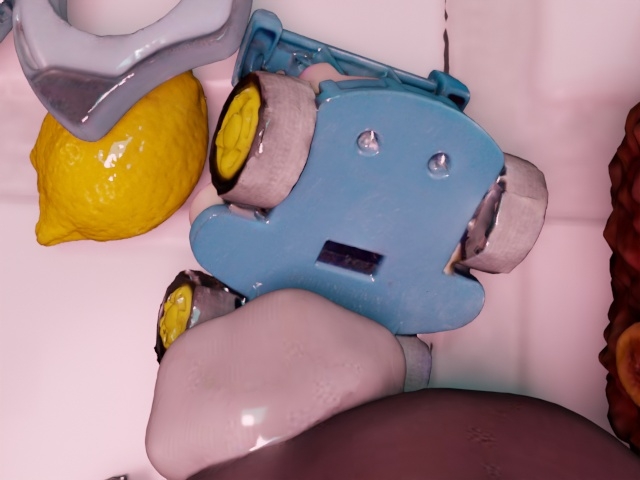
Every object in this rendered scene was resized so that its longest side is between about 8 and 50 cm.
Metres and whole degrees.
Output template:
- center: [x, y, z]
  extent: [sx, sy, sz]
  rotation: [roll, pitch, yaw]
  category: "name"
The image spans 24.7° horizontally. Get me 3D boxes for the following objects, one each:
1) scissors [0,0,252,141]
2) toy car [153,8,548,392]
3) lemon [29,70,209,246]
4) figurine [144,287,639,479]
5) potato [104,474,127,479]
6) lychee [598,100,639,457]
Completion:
- center: [-0.078, -0.213, 0.580]
  extent: [0.191, 0.029, 0.360]
  rotation: [12, 79, 24]
  category: "scissors"
- center: [0.000, 0.000, 0.572]
  extent: [0.126, 0.098, 0.161]
  rotation: [15, 117, -23]
  category: "toy car"
- center: [-0.079, -0.033, 0.572]
  extent: [0.065, 0.065, 0.092]
  rotation: [41, 86, 1]
  category: "lemon"
- center: [0.050, 0.215, 0.507]
  extent: [0.218, 0.206, 0.365]
  rotation: [2, 122, 15]
  category: "figurine"
- center: [-0.108, 0.151, 0.561]
  extent: [0.122, 0.061, 0.086]
  rotation: [-31, 88, -2]
  category: "potato"
- center: [0.217, 0.012, 0.502]
  extent: [0.271, 0.236, 0.236]
  rotation: [-6, 87, -20]
  category: "lychee"
